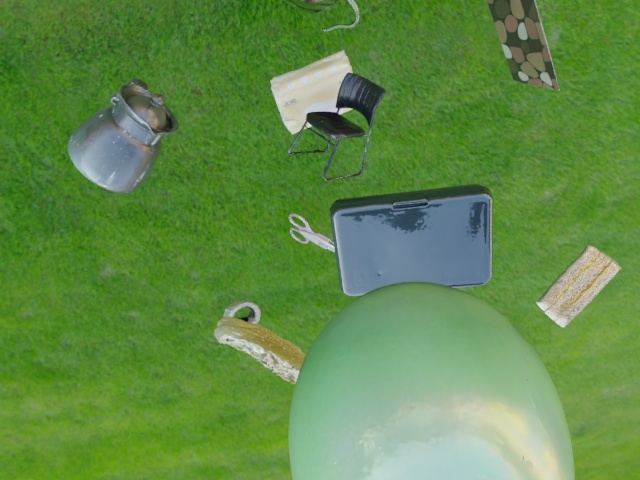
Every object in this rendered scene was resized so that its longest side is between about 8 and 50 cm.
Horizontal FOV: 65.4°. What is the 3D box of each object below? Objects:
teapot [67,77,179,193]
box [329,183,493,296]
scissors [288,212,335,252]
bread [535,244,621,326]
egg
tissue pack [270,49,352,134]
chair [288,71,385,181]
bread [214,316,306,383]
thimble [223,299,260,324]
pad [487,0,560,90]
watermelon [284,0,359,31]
[{"bbox_3d":[-0.517,-0.314,1.394,0.223,0.305,0.285,41,113,-21],"label":"teapot"},{"bbox_3d":[0.135,0.004,0.739,0.231,0.050,0.160,-5,116,7],"label":"box"},{"bbox_3d":[0.000,0.000,1.102,0.176,0.022,0.085,29,143,23],"label":"scissors"},{"bbox_3d":[0.516,0.091,0.998,0.152,0.077,0.105,-30,155,-41],"label":"bread"},{"bbox_3d":[0.084,0.164,0.408,0.221,0.269,0.220,1,149,1],"label":"egg"},{"bbox_3d":[-0.013,-0.399,1.360,0.223,0.090,0.186,-23,154,1],"label":"tissue pack"},{"bbox_3d":[0.043,-0.274,1.181,0.145,0.140,0.221,-16,136,-46],"label":"chair"},{"bbox_3d":[-0.098,0.224,1.025,0.251,0.182,0.038,30,94,-3],"label":"bread"},{"bbox_3d":[-0.279,0.263,1.771,0.115,0.102,0.090,8,175,-27],"label":"thimble"},{"bbox_3d":[0.439,-0.438,1.089,0.003,0.158,0.235,-36,122,-1],"label":"pad"},{"bbox_3d":[-0.002,-0.404,0.743,0.187,0.140,0.141,39,118,-22],"label":"watermelon"}]
